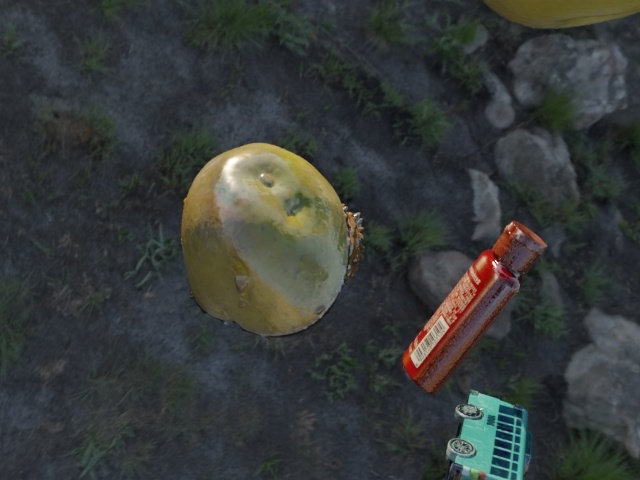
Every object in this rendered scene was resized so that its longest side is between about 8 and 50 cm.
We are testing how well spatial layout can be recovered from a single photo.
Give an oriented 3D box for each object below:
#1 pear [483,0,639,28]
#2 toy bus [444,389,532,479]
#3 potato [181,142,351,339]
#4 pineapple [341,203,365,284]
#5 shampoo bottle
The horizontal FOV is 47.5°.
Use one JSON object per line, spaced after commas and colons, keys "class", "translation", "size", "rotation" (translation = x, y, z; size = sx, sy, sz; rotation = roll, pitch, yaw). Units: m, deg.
{"class": "pear", "translation": [0.296, -0.397, 0.793], "size": [0.348, 0.348, 0.348], "rotation": [11, 64, -24]}
{"class": "toy bus", "translation": [0.185, 0.242, 0.806], "size": [0.091, 0.079, 0.160], "rotation": [14, 22, 13]}
{"class": "potato", "translation": [-0.069, -0.016, 0.708], "size": [0.182, 0.117, 0.202], "rotation": [-12, 59, 11]}
{"class": "pineapple", "translation": [0.000, 0.000, 1.128], "size": [0.169, 0.169, 0.340], "rotation": [53, 14, 1]}
{"class": "shampoo bottle", "translation": [0.254, 0.111, 1.216], "size": [0.076, 0.314, 0.118], "rotation": [31, 19, -9]}
